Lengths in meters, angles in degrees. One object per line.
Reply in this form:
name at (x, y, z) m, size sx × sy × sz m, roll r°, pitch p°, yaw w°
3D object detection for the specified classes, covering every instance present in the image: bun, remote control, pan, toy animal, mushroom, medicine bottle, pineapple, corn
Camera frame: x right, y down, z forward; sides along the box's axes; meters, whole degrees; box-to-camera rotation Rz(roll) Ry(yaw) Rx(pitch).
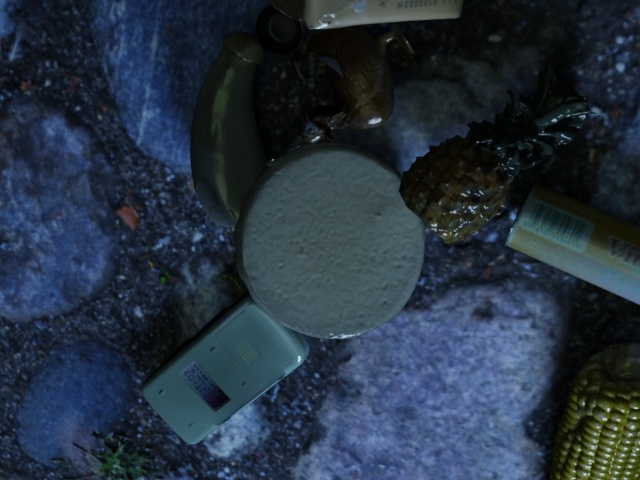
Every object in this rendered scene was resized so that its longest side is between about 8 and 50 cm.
bun at (0.000, 0.000, 1.353) m, size 0.263 × 0.175 × 0.263 m, roll 0°, pitch 89°, yaw -14°
remote control at (-0.151, 0.198, 1.550) m, size 0.140 × 0.056 × 0.296 m, roll 47°, pitch 118°, yaw -4°
pan at (-0.043, -0.262, 1.332) m, size 0.068 × 0.023 × 0.115 m, roll -19°, pitch 100°, yaw 26°
toy animal at (0.028, -0.222, 1.272) m, size 0.179 × 0.089 × 0.188 m, roll -31°, pitch 72°, yaw 8°
mushroom at (-0.126, -0.153, 1.368) m, size 0.118 × 0.103 × 0.270 m, roll 11°, pitch 113°, yaw 33°
medicine bottle at (0.443, 0.049, 1.230) m, size 0.426 × 0.108 × 0.108 m, roll 26°, pitch 118°, yaw 12°
pineapple at (0.217, -0.110, 1.229) m, size 0.248 × 0.128 × 0.128 m, roll -42°, pitch 92°, yaw 16°
corn at (0.378, 0.288, 1.338) m, size 0.130 × 0.130 × 0.347 m, roll 15°, pitch 120°, yaw 15°

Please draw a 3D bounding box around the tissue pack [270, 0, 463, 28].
tissue pack at (0.040, -0.420, 1.147) m, size 0.238 × 0.238 × 0.305 m, roll 9°, pitch 115°, yaw 18°
